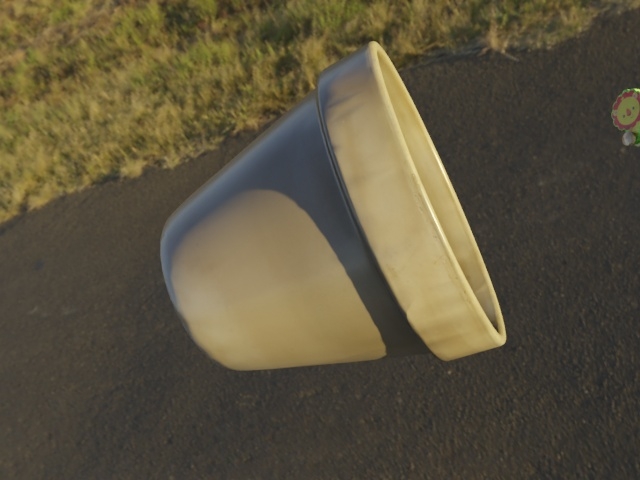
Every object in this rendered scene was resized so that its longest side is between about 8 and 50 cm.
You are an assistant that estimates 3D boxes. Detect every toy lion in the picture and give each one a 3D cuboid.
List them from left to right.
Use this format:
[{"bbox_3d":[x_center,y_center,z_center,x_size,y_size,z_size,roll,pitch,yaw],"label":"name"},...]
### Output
[{"bbox_3d":[0.524,-0.210,1.133,0.100,0.034,0.096,135,131,-61],"label":"toy lion"}]

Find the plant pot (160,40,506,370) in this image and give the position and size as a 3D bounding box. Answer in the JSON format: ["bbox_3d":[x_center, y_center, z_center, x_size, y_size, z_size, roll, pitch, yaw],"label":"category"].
[{"bbox_3d":[0.000,0.000,0.723,0.281,0.323,0.323,-22,41,15],"label":"plant pot"}]
